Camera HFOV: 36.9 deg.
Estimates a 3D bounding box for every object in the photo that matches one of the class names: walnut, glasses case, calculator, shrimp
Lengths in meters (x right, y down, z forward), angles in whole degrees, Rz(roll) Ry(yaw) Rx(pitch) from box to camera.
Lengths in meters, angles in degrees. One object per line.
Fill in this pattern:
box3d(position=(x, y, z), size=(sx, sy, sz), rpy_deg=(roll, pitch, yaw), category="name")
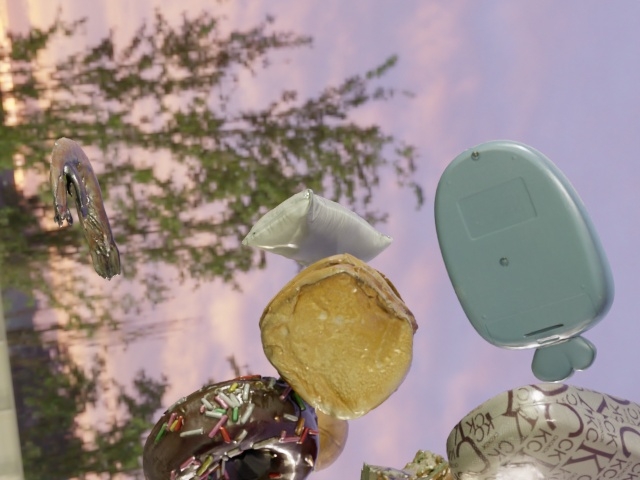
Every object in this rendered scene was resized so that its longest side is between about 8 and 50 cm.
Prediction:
box3d(position=(-0.033, 0.323, 1.653), size=(0.197, 0.165, 0.165), rpy_deg=(135, -54, -78), category="walnut")
box3d(position=(0.268, 0.211, 0.879), size=(0.137, 0.355, 0.085), rpy_deg=(-44, -142, 35), category="glasses case")
box3d(position=(0.241, 0.027, 1.141), size=(0.188, 0.042, 0.302), rpy_deg=(-22, -90, 28), category="calculator")
box3d(position=(-0.327, -0.035, 1.338), size=(0.152, 0.046, 0.219), rpy_deg=(-95, 171, -72), category="shrimp")

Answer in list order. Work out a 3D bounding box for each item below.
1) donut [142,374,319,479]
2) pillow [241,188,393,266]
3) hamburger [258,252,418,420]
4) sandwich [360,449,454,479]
box3d(position=(-0.119, 0.303, 1.352), size=(0.103, 0.270, 0.269), rpy_deg=(-115, -154, -44), category="donut")
box3d(position=(0.000, 0.001, 1.575), size=(0.144, 0.254, 0.078), rpy_deg=(-43, -127, 15), category="pillow")
box3d(position=(0.026, 0.131, 1.281), size=(0.108, 0.214, 0.213), rpy_deg=(-95, -176, -73), category="hamburger")
box3d(position=(0.183, 0.421, 1.453), size=(0.155, 0.228, 0.198), rpy_deg=(172, -79, -77), category="sandwich")
